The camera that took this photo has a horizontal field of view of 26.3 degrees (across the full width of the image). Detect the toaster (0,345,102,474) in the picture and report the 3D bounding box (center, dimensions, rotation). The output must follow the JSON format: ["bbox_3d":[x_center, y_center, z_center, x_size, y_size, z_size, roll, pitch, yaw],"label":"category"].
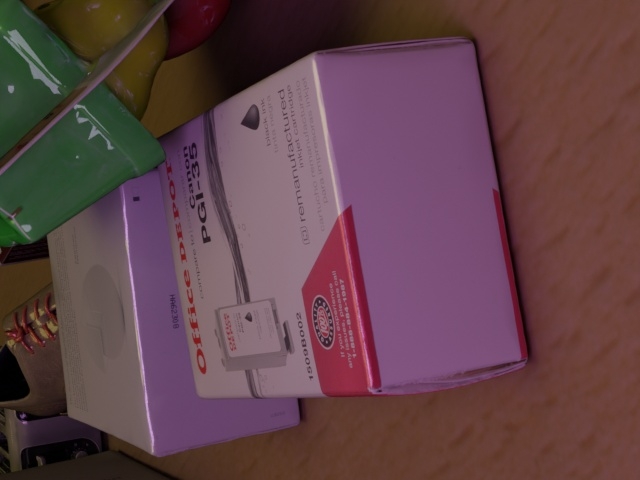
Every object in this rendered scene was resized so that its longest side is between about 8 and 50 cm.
[{"bbox_3d":[-0.338,0.206,1.652,0.186,0.110,0.168,14,109,62],"label":"toaster"}]

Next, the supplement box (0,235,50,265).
[{"bbox_3d":[-0.335,-0.070,1.603,0.239,0.073,0.130,-40,63,60],"label":"supplement box"}]

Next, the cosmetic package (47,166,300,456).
[{"bbox_3d":[-0.134,0.047,1.173,0.225,0.138,0.224,3,101,61],"label":"cosmetic package"}]

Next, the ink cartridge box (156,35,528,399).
[{"bbox_3d":[0.000,0.000,0.919,0.283,0.117,0.207,-15,84,63],"label":"ink cartridge box"}]

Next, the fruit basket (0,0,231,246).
[{"bbox_3d":[-0.171,-0.159,1.016,0.165,0.353,0.327,40,162,-20],"label":"fruit basket"}]

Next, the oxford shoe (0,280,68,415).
[{"bbox_3d":[-0.251,0.092,1.404,0.348,0.130,0.123,-53,50,44],"label":"oxford shoe"}]

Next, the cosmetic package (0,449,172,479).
[{"bbox_3d":[-0.274,0.423,1.352,0.394,0.327,0.329,1,99,64],"label":"cosmetic package"}]
